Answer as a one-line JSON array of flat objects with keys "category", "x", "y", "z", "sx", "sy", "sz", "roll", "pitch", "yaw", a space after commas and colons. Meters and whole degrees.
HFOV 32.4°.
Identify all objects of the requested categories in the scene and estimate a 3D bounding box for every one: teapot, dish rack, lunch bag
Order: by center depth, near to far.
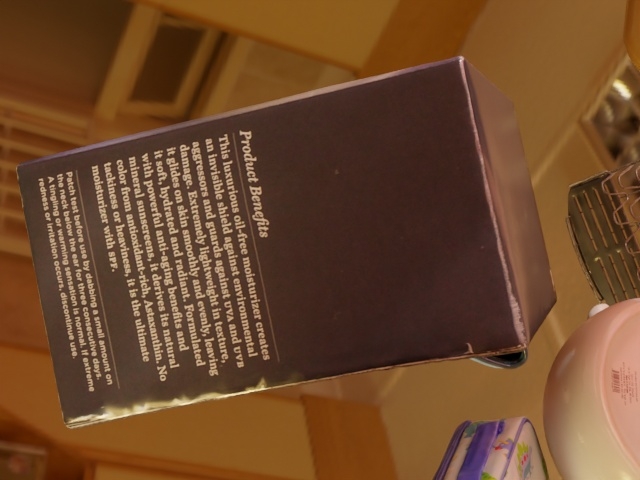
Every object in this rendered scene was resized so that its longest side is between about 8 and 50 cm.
[{"category": "lunch bag", "x": 0.161, "y": 0.274, "z": 1.031, "sx": 0.219, "sy": 0.090, "sz": 0.176, "roll": -48, "pitch": 125, "yaw": -61}, {"category": "teapot", "x": 0.321, "y": 0.196, "z": 1.116, "sx": 0.252, "sy": 0.256, "sz": 0.187, "roll": 53, "pitch": -33, "yaw": 11}, {"category": "dish rack", "x": 0.411, "y": -0.013, "z": 1.273, "sx": 0.271, "sy": 0.074, "sz": 0.208, "roll": -23, "pitch": -93, "yaw": 39}]

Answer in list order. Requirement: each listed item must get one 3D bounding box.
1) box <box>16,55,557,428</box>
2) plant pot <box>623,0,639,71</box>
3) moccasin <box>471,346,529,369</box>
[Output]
[{"category": "box", "x": 0.000, "y": 0.000, "z": 0.783, "sx": 0.296, "sy": 0.294, "sz": 0.183, "roll": -8, "pitch": 87, "yaw": -75}, {"category": "plant pot", "x": 0.347, "y": -0.237, "z": 0.856, "sx": 0.239, "sy": 0.253, "sz": 0.254, "roll": 99, "pitch": -13, "yaw": -46}, {"category": "moccasin", "x": 0.107, "y": 0.041, "z": 1.246, "sx": 0.138, "sy": 0.342, "sz": 0.117, "roll": -62, "pitch": -160, "yaw": 17}]
